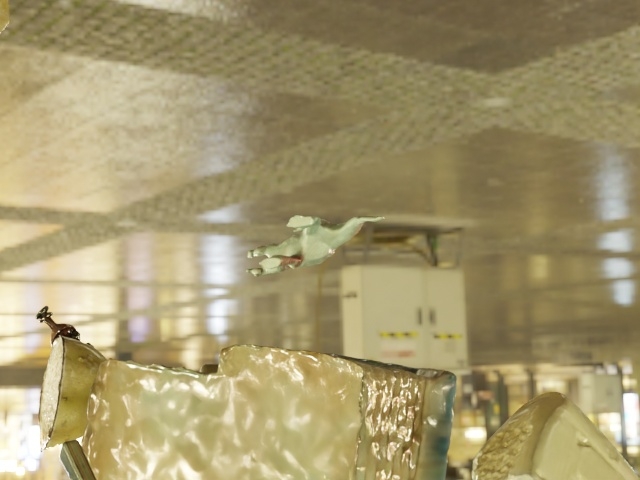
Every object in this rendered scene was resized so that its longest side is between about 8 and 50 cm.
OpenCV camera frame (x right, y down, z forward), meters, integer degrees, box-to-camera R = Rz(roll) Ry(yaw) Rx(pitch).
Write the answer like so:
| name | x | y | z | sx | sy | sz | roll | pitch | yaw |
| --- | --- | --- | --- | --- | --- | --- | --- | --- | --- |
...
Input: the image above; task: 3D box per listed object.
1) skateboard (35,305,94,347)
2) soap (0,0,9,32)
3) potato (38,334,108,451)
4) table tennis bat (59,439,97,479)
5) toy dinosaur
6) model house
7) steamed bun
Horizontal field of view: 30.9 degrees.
| name | x | y | z | sx | sy | sz | roll | pitch | yaw |
| --- | --- | --- | --- | --- | --- | --- | --- | --- | --- |
| skateboard | -0.449 | 0.165 | 2.009 | 0.067 | 0.080 | 0.151 | -41 | 163 | -16 |
| soap | -0.432 | -0.293 | 1.211 | 0.073 | 0.140 | 0.232 | -13 | 130 | 45 |
| potato | -0.382 | 0.248 | 1.859 | 0.117 | 0.182 | 0.202 | 7 | 150 | -20 |
| table tennis bat | -0.214 | 0.323 | 1.221 | 0.021 | 0.274 | 0.154 | -9 | 139 | -35 |
| toy dinosaur | 0.000 | 0.000 | 1.430 | 0.242 | 0.053 | 0.167 | -23 | 169 | 33 |
| model house | -0.043 | 0.340 | 1.581 | 0.446 | 0.394 | 0.400 | 2 | 175 | 32 |
| steamed bun | 0.282 | 0.317 | 1.385 | 0.170 | 0.225 | 0.200 | -38 | -169 | 36 |
